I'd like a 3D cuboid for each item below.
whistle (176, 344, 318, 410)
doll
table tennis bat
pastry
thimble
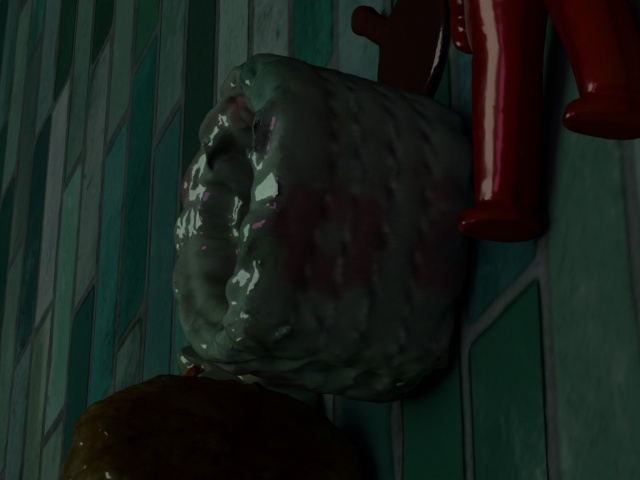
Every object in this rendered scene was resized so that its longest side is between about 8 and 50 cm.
[{"bbox_3d":[-0.058,0.127,1.397,0.101,0.105,0.253,29,111,28],"label":"whistle"},{"bbox_3d":[0.110,-0.200,1.105,0.188,0.099,0.384,129,144,-55],"label":"doll"},{"bbox_3d":[0.052,-0.134,1.346,0.154,0.019,0.098,-136,58,-66],"label":"table tennis bat"},{"bbox_3d":[-0.069,0.160,1.253,0.182,0.192,0.093,-99,19,-57],"label":"pastry"},{"bbox_3d":[0.000,0.000,1.213,0.211,0.149,0.185,-95,26,-42],"label":"thimble"}]
